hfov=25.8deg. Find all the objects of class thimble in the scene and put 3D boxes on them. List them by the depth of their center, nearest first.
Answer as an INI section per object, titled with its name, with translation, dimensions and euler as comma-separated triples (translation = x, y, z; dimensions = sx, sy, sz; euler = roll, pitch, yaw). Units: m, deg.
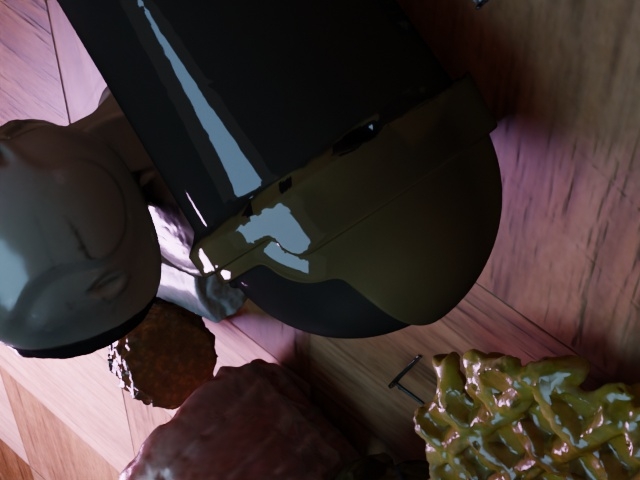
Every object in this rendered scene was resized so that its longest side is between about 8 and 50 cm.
[thimble]
translation = -0.087, 0.238, 1.374
dimensions = 0.162, 0.239, 0.239
euler = 44, 153, 12

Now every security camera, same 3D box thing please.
[security camera]
translation = -0.154, -0.027, 1.060
dimensions = 0.197, 0.277, 0.191
euler = 22, 132, 45

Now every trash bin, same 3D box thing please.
[trash bin]
translation = -0.021, -0.085, 0.888
dimensions = 0.334, 0.214, 0.214
euler = 55, 153, -4

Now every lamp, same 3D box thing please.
[lamp]
translation = 0.111, 0.152, 1.187
dimensions = 0.121, 0.041, 0.054
euler = 41, 161, 9

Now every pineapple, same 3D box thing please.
[pineapple]
translation = -0.185, 0.093, 1.456
dimensions = 0.111, 0.119, 0.237
euler = 12, -174, -25

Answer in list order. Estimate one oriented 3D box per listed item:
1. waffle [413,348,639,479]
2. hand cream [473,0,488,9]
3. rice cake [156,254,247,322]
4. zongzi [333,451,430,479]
[waffle]
translation = 0.205, 0.211, 1.054
dimensions = 0.302, 0.068, 0.325
euler = 15, 137, 38
[hand cream]
translation = 0.113, -0.202, 0.717
dimensions = 0.084, 0.050, 0.257
euler = 52, 159, -1
[rice cake]
translation = -0.146, 0.022, 1.367
dimensions = 0.206, 0.063, 0.069
euler = 22, 144, 43
[zongzi]
translation = 0.152, 0.382, 1.221
dimensions = 0.393, 0.356, 0.174
euler = 15, 145, -6
